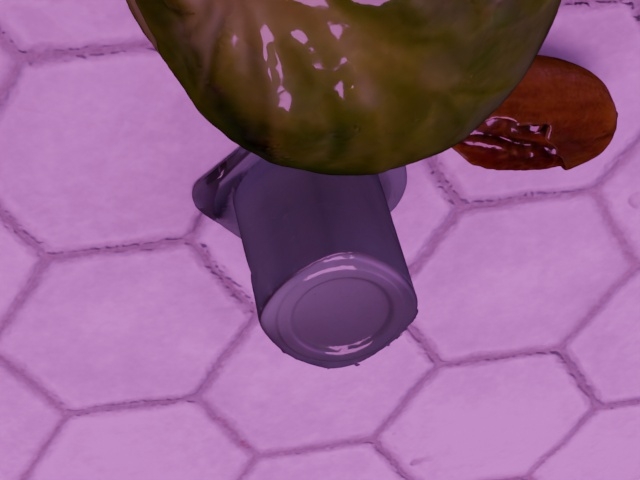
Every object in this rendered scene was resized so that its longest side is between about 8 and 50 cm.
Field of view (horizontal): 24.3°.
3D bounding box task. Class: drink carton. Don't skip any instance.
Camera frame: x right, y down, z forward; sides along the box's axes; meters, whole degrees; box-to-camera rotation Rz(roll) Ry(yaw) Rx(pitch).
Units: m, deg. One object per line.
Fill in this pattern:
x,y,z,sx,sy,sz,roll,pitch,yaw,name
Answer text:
0.000,0.000,1.444,0.191,0.190,0.185,-36,127,19,drink carton

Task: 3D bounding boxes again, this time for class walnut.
0.189,-0.122,1.424,0.207,0.116,0.116,5,133,-19,walnut

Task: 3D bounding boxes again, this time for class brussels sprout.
-0.002,-0.210,1.154,0.371,0.276,0.315,18,137,-28,brussels sprout
